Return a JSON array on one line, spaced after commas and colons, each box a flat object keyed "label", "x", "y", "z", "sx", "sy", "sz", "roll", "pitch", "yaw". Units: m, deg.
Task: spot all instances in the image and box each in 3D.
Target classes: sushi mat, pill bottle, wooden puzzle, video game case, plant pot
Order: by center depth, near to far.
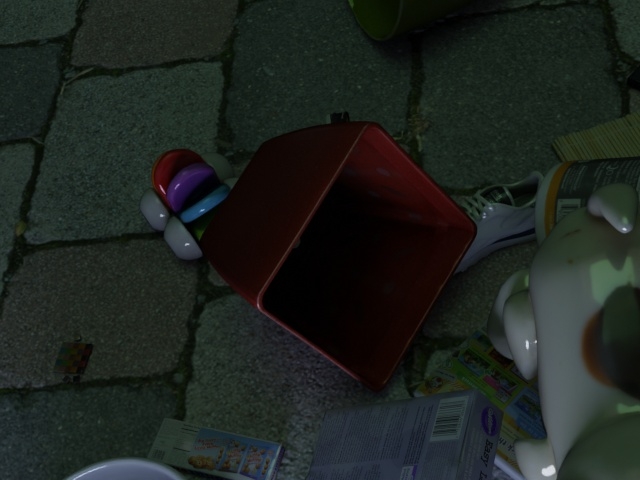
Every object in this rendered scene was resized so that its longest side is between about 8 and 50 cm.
[{"label": "pill bottle", "x": 0.429, "y": -0.027, "z": 1.275, "sx": 0.278, "sy": 0.162, "sz": 0.162, "roll": 0, "pitch": 51, "yaw": 39}, {"label": "video game case", "x": 0.270, "y": 0.195, "z": 1.284, "sx": 0.206, "sy": 0.026, "sz": 0.227, "roll": -42, "pitch": 55, "yaw": -17}, {"label": "plant pot", "x": 0.000, "y": 0.000, "z": 1.344, "sx": 0.235, "sy": 0.267, "sz": 0.267, "roll": 22, "pitch": 76, "yaw": 49}, {"label": "sushi mat", "x": 0.462, "y": -0.058, "z": 1.428, "sx": 0.151, "sy": 0.019, "sz": 0.317, "roll": -19, "pitch": 51, "yaw": -1}, {"label": "wooden puzzle", "x": -0.367, "y": 0.175, "z": 1.485, "sx": 0.049, "sy": 0.006, "sz": 0.083, "roll": 2, "pitch": 54, "yaw": 16}, {"label": "plant pot", "x": 0.211, "y": -0.506, "z": 1.706, "sx": 0.293, "sy": 0.275, "sz": 0.275, "roll": -16, "pitch": 50, "yaw": -16}]

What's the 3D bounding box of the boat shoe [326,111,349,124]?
[{"label": "boat shoe", "x": 0.034, "y": -0.162, "z": 1.609, "sx": 0.038, "sy": 0.046, "sz": 0.125, "roll": -15, "pitch": 43, "yaw": 10}]

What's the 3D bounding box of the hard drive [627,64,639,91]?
[{"label": "hard drive", "x": 0.558, "y": -0.272, "z": 1.562, "sx": 0.094, "sy": 0.022, "sz": 0.135, "roll": 33, "pitch": 68, "yaw": 33}]

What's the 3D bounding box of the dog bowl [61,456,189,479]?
[{"label": "dog bowl", "x": -0.242, "y": 0.405, "z": 1.213, "sx": 0.264, "sy": 0.104, "sz": 0.265, "roll": -7, "pitch": 52, "yaw": 9}]

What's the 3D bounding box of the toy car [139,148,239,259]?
[{"label": "toy car", "x": -0.195, "y": -0.074, "z": 1.544, "sx": 0.159, "sy": 0.136, "sz": 0.182, "roll": -35, "pitch": 53, "yaw": -13}]

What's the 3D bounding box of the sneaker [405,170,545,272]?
[{"label": "sneaker", "x": 0.218, "y": -0.026, "z": 1.423, "sx": 0.235, "sy": 0.095, "sz": 0.090, "roll": -25, "pitch": 53, "yaw": -2}]

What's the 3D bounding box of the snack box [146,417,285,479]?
[{"label": "snack box", "x": -0.140, "y": 0.284, "z": 1.330, "sx": 0.178, "sy": 0.022, "sz": 0.064, "roll": 8, "pitch": 55, "yaw": 21}]

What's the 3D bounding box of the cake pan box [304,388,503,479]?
[{"label": "cake pan box", "x": 0.077, "y": 0.302, "z": 1.160, "sx": 0.245, "sy": 0.070, "sz": 0.267, "roll": -17, "pitch": 44, "yaw": 40}]

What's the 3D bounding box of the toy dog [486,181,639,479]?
[{"label": "toy dog", "x": 0.343, "y": 0.181, "z": 1.031, "sx": 0.284, "sy": 0.395, "sz": 0.408, "roll": 2, "pitch": 49, "yaw": 1}]
